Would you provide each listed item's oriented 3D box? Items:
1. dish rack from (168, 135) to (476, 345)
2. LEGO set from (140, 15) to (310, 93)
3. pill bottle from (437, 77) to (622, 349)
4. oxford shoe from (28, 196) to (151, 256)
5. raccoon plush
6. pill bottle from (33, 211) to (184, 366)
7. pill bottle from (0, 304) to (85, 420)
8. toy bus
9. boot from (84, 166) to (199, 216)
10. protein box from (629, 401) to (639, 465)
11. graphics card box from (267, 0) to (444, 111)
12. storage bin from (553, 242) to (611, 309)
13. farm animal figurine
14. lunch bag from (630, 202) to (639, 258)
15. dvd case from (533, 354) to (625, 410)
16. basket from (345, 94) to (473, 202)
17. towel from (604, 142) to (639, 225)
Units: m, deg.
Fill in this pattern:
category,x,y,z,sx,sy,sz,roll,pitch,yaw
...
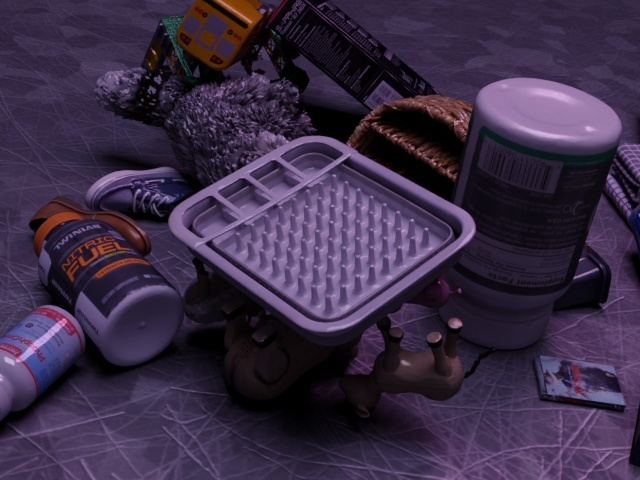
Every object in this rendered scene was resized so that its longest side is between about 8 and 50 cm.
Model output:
category,x,y,z,sx,sy,sz,roll,pitch,yaw
dish rack,0.000,0.000,1.241,0.286,0.072,0.333,-32,46,-29
LEGO set,-0.204,-0.317,1.933,0.331,0.192,0.255,-23,74,-35
pill bottle,0.286,-0.033,1.396,0.204,0.361,0.204,7,33,-4
oxford shoe,-0.352,-0.006,1.467,0.212,0.076,0.076,13,33,26
raccoon plush,-0.208,-0.129,1.565,0.447,0.216,0.299,5,29,14
pill bottle,-0.304,0.055,1.329,0.130,0.130,0.246,-18,41,-36
pill bottle,-0.371,0.155,1.197,0.087,0.087,0.160,19,34,15
toy bus,-0.164,-0.390,1.732,0.108,0.130,0.332,32,13,-7
boot,-0.285,-0.072,1.580,0.086,0.069,0.190,36,38,31
protein box,0.538,0.219,1.282,0.200,0.135,0.201,18,34,15
graphics card box,0.078,-0.348,1.887,0.371,0.094,0.233,38,18,-6
storage bin,0.390,0.046,1.558,0.091,0.098,0.135,-16,40,-18
farm animal figurine,0.012,0.125,1.280,0.327,0.172,0.330,-19,41,-15
lunch bag,0.619,0.015,1.613,0.176,0.090,0.218,4,53,-10
dvd case,0.368,0.203,1.377,0.120,0.013,0.087,8,33,0
basket,0.174,-0.117,1.633,0.223,0.213,0.299,-15,40,-33
towel,0.701,-0.096,1.818,0.284,0.121,0.235,3,33,-9
